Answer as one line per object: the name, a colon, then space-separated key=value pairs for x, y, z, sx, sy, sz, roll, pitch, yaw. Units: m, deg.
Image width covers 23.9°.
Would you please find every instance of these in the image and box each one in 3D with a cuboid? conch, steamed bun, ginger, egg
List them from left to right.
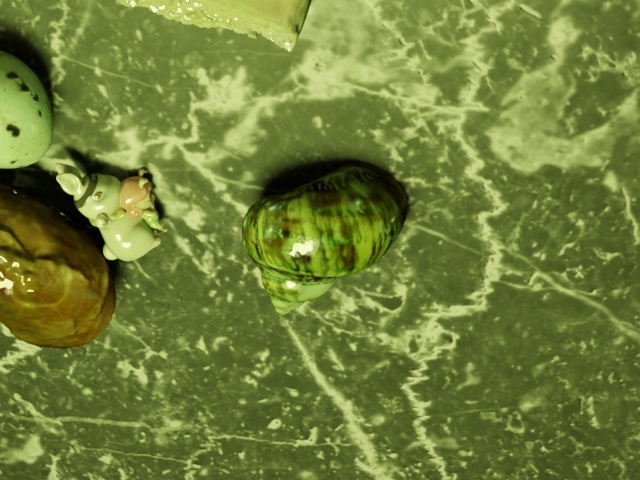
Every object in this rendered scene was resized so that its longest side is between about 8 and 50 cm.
egg: x=-0.372 y=-0.148 z=1.730 sx=0.131 sy=0.131 sz=0.164 roll=-6 pitch=156 yaw=19
ginger: x=-0.362 y=0.022 z=1.849 sx=0.172 sy=0.165 sz=0.321 roll=8 pitch=151 yaw=44
steamed bun: x=-0.106 y=-0.290 z=1.482 sx=0.225 sy=0.200 sz=0.170 roll=30 pitch=173 yaw=-19
conch: x=0.000 y=0.003 z=1.787 sx=0.187 sy=0.124 sz=0.181 roll=14 pitch=140 yaw=-12

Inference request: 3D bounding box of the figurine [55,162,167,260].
figurine: x=-0.251 y=-0.053 z=1.841 sx=0.098 sy=0.081 sz=0.146 roll=-37 pitch=123 yaw=-12
